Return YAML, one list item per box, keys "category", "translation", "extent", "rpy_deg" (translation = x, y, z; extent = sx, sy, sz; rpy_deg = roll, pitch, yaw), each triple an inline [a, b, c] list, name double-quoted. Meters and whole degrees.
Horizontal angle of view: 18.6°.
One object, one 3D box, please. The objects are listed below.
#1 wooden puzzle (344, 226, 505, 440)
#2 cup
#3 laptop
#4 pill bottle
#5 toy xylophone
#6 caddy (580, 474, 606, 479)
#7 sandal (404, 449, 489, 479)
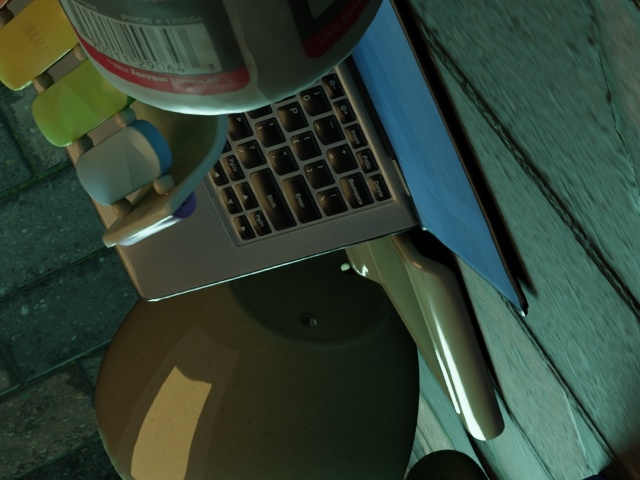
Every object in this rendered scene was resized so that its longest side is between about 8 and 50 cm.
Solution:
- category: "wooden puzzle"
  translation: [0.071, 0.021, 1.579]
  extent: [0.238, 0.044, 0.221]
  rpy_deg: [54, 170, 44]
- category: "cup"
  translation: [-0.038, 0.105, 1.913]
  extent: [0.331, 0.331, 0.237]
  rpy_deg: [62, 149, 31]
- category: "laptop"
  translation: [-0.082, -0.120, 1.300]
  extent: [0.382, 0.408, 0.236]
  rpy_deg: [65, -150, -16]
- category: "pill bottle"
  translation: [-0.076, -0.214, 0.913]
  extent: [0.176, 0.176, 0.318]
  rpy_deg: [61, 175, 32]
- category: "toy xylophone"
  translation: [-0.161, -0.159, 1.275]
  extent: [0.322, 0.081, 0.236]
  rpy_deg: [54, 149, 2]
- category: "caddy"
  translation: [0.159, 0.314, 1.254]
  extent: [0.241, 0.179, 0.341]
  rpy_deg: [61, 176, 45]
- category: "sandal"
  translation: [0.139, 0.310, 1.879]
  extent: [0.086, 0.120, 0.302]
  rpy_deg: [55, -176, -42]
